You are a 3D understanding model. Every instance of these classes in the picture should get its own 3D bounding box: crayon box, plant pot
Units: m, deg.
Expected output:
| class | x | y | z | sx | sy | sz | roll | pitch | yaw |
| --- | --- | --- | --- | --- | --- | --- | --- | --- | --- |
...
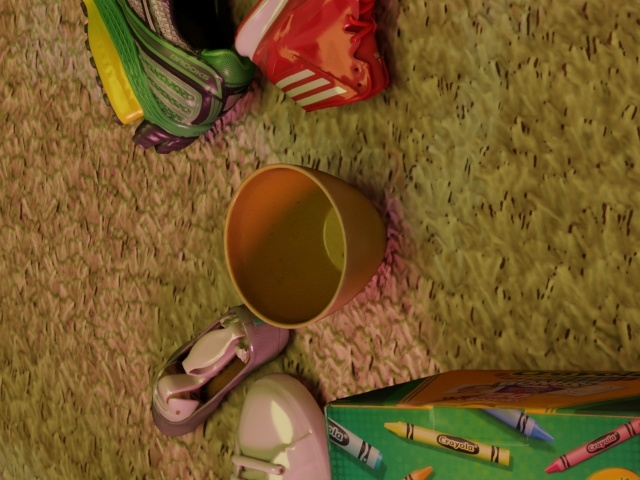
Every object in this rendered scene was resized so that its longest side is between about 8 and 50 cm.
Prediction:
| class | x | y | z | sx | sy | sz | roll | pitch | yaw |
| --- | --- | --- | --- | --- | --- | --- | --- | --- | --- |
| crayon box | 0.161 | 0.144 | 1.061 | 0.278 | 0.165 | 0.081 | -4 | 92 | 41 |
| plant pot | 0.000 | 0.000 | 1.231 | 0.134 | 0.095 | 0.134 | 6 | 100 | 40 |

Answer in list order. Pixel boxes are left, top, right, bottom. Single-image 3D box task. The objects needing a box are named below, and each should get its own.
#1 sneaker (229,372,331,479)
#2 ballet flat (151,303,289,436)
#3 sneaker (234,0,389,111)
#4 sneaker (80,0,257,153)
| class | x | y | z | sx | sy | sz | roll | pitch | yaw |
| --- | --- | --- | --- | --- | --- | --- | --- | --- | --- |
| sneaker | -0.054 | 0.264 | 1.293 | 0.106 | 0.123 | 0.290 | 3 | 96 | 43 |
| ballet flat | -0.112 | 0.118 | 1.361 | 0.213 | 0.068 | 0.072 | -41 | 69 | 37 |
| sneaker | 0.036 | -0.195 | 1.206 | 0.128 | 0.087 | 0.221 | 47 | 126 | 9 |
| sneaker | -0.154 | -0.260 | 1.331 | 0.146 | 0.134 | 0.343 | -29 | 85 | 32 |
